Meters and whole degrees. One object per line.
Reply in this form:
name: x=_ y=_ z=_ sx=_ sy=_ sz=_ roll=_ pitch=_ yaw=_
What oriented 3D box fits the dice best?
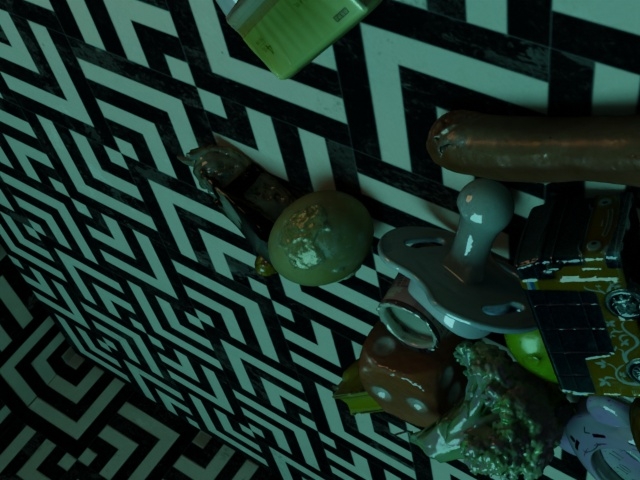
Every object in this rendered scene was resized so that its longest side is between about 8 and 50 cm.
dice: x=0.189 y=0.232 z=1.767 sx=0.179 sy=0.174 sz=0.175 roll=21 pitch=148 yaw=34

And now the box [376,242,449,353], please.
box: x=0.178 y=0.102 z=1.616 sx=0.151 sy=0.135 sz=0.151 roll=29 pitch=152 yaw=17

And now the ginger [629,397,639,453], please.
ginger: x=0.583 y=0.307 z=1.329 sx=0.321 sy=0.165 sz=0.172 roll=25 pitch=-164 yaw=-7

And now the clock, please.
clock: x=0.552 y=0.362 z=1.575 sx=0.322 sy=0.113 sz=0.295 roll=36 pitch=154 yaw=9

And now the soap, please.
soap: x=0.123 y=0.285 z=1.983 sx=0.076 sy=0.135 sz=0.233 roll=44 pitch=155 yaw=-11

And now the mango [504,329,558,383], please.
mango: x=0.367 y=0.171 z=1.522 sx=0.178 sy=0.100 sz=0.119 roll=40 pitch=153 yaw=-20

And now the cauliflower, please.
cauliflower: x=0.265 y=0.311 z=1.598 sx=0.315 sy=0.239 sz=0.256 roll=-25 pitch=138 yaw=21

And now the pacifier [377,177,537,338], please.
pacifier: x=0.229 y=0.015 z=1.395 sx=0.287 sy=0.238 sz=0.226 roll=49 pitch=135 yaw=45

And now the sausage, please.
sausage: x=0.291 y=-0.114 z=1.169 sx=0.094 sy=0.094 sz=0.419 roll=3 pitch=-176 yaw=-43

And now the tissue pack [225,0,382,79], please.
tissue pack: x=0.007 y=-0.311 z=1.139 sx=0.125 sy=0.159 sz=0.234 roll=45 pitch=154 yaw=-12

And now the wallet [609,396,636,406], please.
wallet: x=0.474 y=0.200 z=1.429 sx=0.198 sy=0.031 sz=0.110 roll=26 pitch=116 yaw=11

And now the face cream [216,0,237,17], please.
face cream: x=-0.112 y=-0.359 z=1.297 sx=0.092 sy=0.092 sz=0.311 roll=7 pitch=139 yaw=48

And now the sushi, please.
sushi: x=-0.142 y=-0.096 z=1.773 sx=0.273 sy=0.109 sz=0.134 roll=45 pitch=162 yaw=22

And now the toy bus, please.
toy bus: x=0.370 y=0.078 z=1.282 sx=0.167 sy=0.138 sz=0.275 roll=-3 pitch=131 yaw=31

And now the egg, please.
egg: x=-0.002 y=-0.003 z=1.637 sx=0.201 sy=0.164 sz=0.164 roll=-29 pitch=112 yaw=36

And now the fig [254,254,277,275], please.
fig: x=-0.111 y=0.056 z=2.028 sx=0.050 sy=0.050 sz=0.083 roll=30 pitch=172 yaw=17
